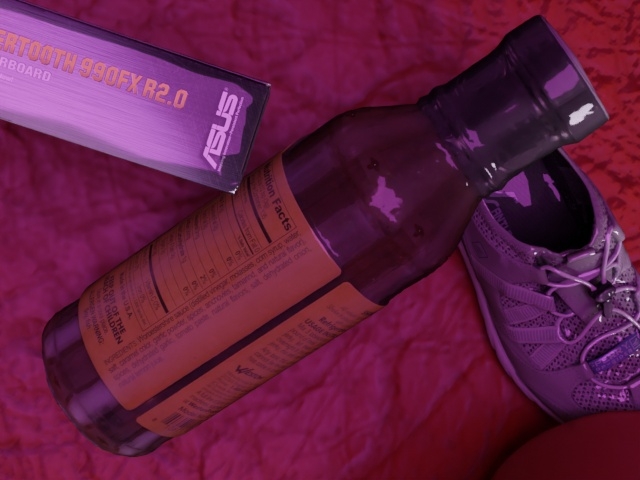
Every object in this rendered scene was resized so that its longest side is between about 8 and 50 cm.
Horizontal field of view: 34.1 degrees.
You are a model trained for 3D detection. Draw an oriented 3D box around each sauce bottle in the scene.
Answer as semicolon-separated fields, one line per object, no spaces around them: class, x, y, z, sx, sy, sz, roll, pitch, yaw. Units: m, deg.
sauce bottle;0.000;0.000;0.601;0.344;0.111;0.111;-32;96;14

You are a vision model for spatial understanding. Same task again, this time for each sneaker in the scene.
sneaker;0.152;0.027;0.672;0.105;0.115;0.281;-37;96;-6

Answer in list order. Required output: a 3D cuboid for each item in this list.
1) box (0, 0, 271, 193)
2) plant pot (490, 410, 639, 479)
box;-0.128;-0.082;0.570;0.183;0.231;0.056;18;92;-8
plant pot;0.192;0.243;0.594;0.274;0.243;0.275;1;113;3
